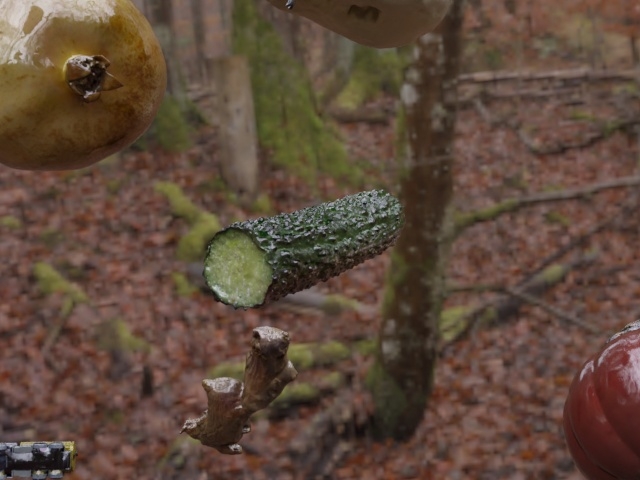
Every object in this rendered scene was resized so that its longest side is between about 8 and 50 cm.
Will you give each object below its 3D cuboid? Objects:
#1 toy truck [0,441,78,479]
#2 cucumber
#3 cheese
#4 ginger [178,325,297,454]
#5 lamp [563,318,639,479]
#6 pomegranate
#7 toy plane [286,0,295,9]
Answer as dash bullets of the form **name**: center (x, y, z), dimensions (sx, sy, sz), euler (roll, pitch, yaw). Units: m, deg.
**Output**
- **toy truck**: center (-0.407, 0.309, 1.610), dimensions (0.123, 0.052, 0.063), euler (1, -1, -7)
- **cucumber**: center (0.000, 0.000, 1.327), dimensions (0.096, 0.096, 0.359), euler (-2, 8, 30)
- **cheese**: center (0.043, -0.353, 1.502), dimensions (0.251, 0.248, 0.173), euler (-38, -7, -38)
- **ginger**: center (-0.122, 0.234, 1.816), dimensions (0.122, 0.290, 0.084), euler (34, 32, -2)
- **lamp**: center (0.466, 0.227, 1.471), dimensions (0.303, 0.303, 0.257), euler (-7, 49, -2)
- **pomegranate**: center (-0.357, -0.235, 1.548), dimensions (0.319, 0.319, 0.319), euler (-7, 8, 1)
- **toy plane**: center (-0.019, -0.313, 1.172), dimensions (0.060, 0.145, 0.037), euler (35, -22, -22)
